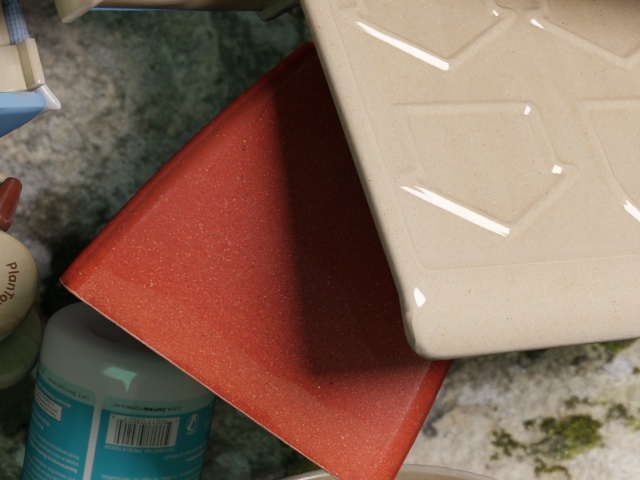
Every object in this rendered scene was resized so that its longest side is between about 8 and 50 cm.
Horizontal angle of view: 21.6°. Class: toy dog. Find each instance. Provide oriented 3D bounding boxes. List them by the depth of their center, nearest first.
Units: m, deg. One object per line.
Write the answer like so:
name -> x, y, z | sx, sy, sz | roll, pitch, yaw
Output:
toy dog -> -0.361, 0.004, 1.328 | 0.333, 0.161, 0.220 | 19, 151, -27

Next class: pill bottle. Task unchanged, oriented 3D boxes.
pill bottle -> -0.170, 0.191, 1.364 | 0.146, 0.146, 0.264 | 13, 106, 4

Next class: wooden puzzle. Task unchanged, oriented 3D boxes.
wooden puzzle -> 0.142, -0.090, 1.144 | 0.322, 0.080, 0.348 | -4, 67, -28

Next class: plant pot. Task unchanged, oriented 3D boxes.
plant pot -> 0.000, 0.000, 1.244 | 0.267, 0.267, 0.236 | 36, 94, -3

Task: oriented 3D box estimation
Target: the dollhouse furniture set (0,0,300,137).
dollhouse furniture set -> -0.208, -0.236, 1.297 | 0.303, 0.198, 0.286 | -23, 78, 44

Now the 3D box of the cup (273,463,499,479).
cup -> 0.044, 0.353, 1.294 | 0.331, 0.331, 0.237 | -3, 110, 8
